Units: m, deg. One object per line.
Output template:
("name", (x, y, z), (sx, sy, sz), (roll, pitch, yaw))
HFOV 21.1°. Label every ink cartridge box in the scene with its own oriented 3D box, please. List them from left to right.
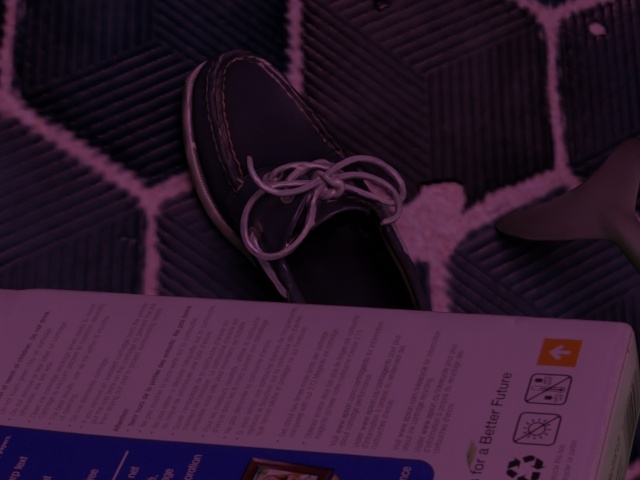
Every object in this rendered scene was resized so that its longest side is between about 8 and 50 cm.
("ink cartridge box", (-0.050, 0.105, 0.789), (0.370, 0.069, 0.176), (4, 43, 20))

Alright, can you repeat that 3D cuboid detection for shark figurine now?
("shark figurine", (0.233, 0.070, 0.974), (0.278, 0.116, 0.166), (29, 28, -14))

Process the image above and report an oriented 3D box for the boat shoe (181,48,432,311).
("boat shoe", (0.000, 0.000, 0.931), (0.095, 0.079, 0.255), (-15, 74, -23))
